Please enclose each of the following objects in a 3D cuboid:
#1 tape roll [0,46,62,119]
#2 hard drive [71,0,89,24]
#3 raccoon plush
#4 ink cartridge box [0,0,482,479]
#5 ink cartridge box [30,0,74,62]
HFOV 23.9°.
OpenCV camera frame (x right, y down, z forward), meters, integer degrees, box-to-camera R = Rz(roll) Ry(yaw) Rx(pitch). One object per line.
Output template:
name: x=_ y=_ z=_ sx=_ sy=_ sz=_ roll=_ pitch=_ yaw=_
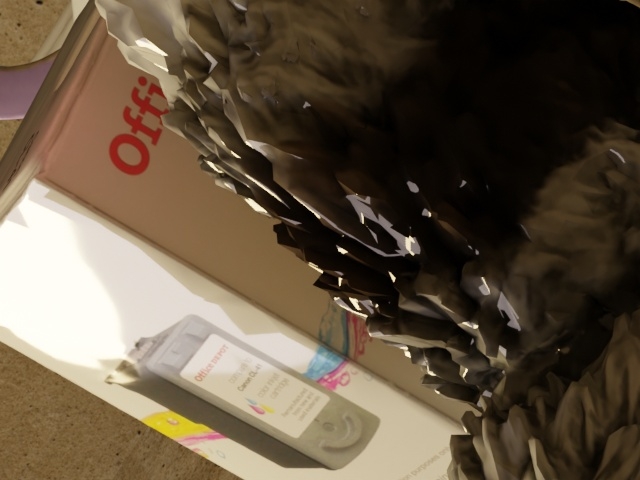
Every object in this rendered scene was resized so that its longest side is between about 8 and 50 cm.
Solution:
tape roll: x=-0.199 y=-0.172 z=0.960 sx=0.189 sy=0.189 sz=0.080 roll=33 pitch=-176 yaw=-6
hard drive: x=-0.137 y=-0.111 z=1.168 sx=0.203 sy=0.040 sz=0.307 roll=61 pitch=165 yaw=17
raccoon plush: x=0.053 y=0.129 z=0.292 sx=0.446 sy=0.216 sz=0.299 roll=35 pitch=-147 yaw=9
ink cartridge box: x=0.000 y=0.000 z=0.748 sx=0.306 sy=0.131 sz=0.226 roll=32 pitch=-135 yaw=-15
ink cartridge box: x=-0.134 y=-0.170 z=1.610 sx=0.270 sy=0.198 sz=0.197 roll=31 pitch=-175 yaw=-32
